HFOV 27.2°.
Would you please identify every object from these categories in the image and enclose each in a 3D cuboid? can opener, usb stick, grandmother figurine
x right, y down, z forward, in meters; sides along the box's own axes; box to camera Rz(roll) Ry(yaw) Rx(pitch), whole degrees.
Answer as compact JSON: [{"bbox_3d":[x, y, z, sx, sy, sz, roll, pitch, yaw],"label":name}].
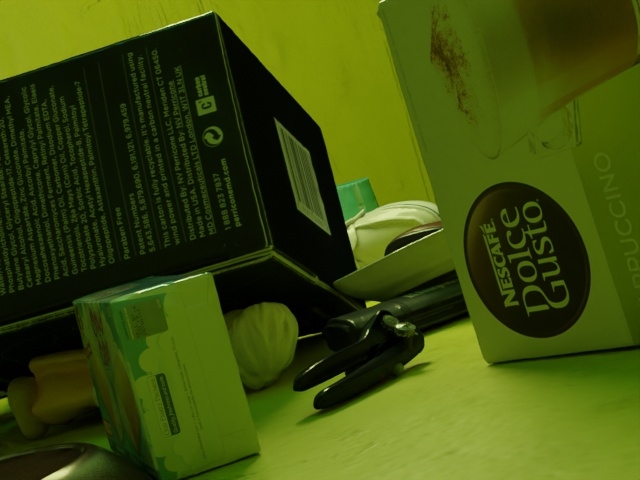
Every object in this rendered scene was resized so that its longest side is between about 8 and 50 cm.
[{"bbox_3d":[0.039,0.115,1.220,0.059,0.073,0.186,27,24,20],"label":"can opener"},{"bbox_3d":[0.130,0.075,1.523,0.278,0.045,0.077,-17,1,-30],"label":"usb stick"},{"bbox_3d":[-0.180,0.140,1.455,0.342,0.104,0.208,-18,10,24],"label":"grandmother figurine"}]

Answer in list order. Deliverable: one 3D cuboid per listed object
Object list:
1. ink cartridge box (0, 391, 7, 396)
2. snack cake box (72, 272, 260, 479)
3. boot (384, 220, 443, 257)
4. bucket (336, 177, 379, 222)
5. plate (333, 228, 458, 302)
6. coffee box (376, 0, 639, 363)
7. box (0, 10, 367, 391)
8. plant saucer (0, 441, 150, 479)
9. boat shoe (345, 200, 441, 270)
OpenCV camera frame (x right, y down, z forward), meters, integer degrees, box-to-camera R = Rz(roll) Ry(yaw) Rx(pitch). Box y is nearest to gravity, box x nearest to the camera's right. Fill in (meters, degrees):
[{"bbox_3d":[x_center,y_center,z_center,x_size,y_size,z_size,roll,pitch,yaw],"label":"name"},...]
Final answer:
[{"bbox_3d":[-0.627,0.143,2.230,0.151,0.270,0.395,-19,3,-25],"label":"ink cartridge box"},{"bbox_3d":[-0.142,0.112,1.152,0.089,0.152,0.264,-17,2,-17],"label":"snack cake box"},{"bbox_3d":[0.216,-0.032,1.931,0.264,0.096,0.280,-15,20,3],"label":"boot"},{"bbox_3d":[0.000,0.000,2.496,0.281,0.183,0.281,-16,2,1],"label":"bucket"},{"bbox_3d":[0.182,0.022,1.636,0.278,0.045,0.277,-26,-14,15],"label":"plate"},{"bbox_3d":[0.312,-0.112,1.138,0.338,0.337,0.334,-19,3,-40],"label":"coffee box"},{"bbox_3d":[-0.242,-0.009,1.628,0.472,0.297,0.480,-17,-15,10],"label":"box"},{"bbox_3d":[-0.280,0.212,0.994,0.311,0.050,0.310,-17,2,1],"label":"plant saucer"},{"bbox_3d":[0.023,0.037,2.074,0.367,0.135,0.156,-18,1,19],"label":"boat shoe"}]
